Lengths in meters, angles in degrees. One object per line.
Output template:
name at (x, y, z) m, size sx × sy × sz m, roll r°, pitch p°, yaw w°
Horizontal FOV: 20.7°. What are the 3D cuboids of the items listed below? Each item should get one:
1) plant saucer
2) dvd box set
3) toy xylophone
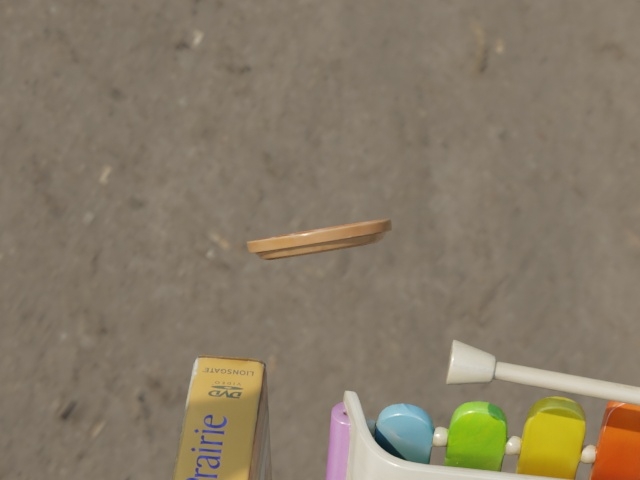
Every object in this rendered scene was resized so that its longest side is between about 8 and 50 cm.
plant saucer at (0.000, 0.000, 1.000) m, size 0.083 × 0.083 × 0.013 m, roll -11°, pitch 91°, yaw -40°
dvd box set at (-0.083, 0.337, 1.265) m, size 0.062 × 0.308 × 0.420 m, roll 2°, pitch 41°, yaw 4°
toy xylophone at (0.164, 0.161, 1.187) m, size 0.322 × 0.236 × 0.081 m, roll 13°, pitch 35°, yaw -4°
